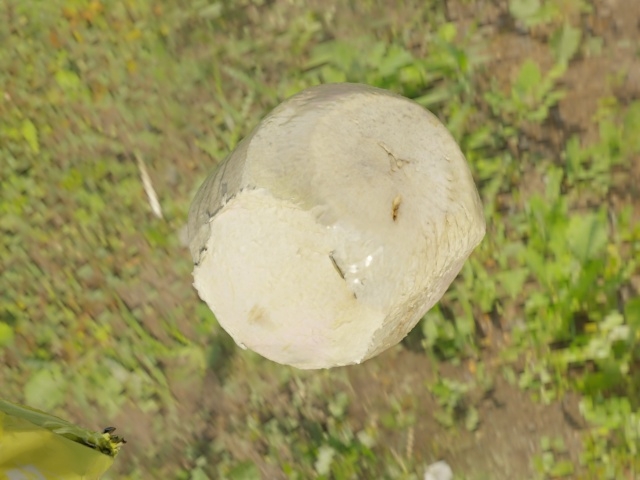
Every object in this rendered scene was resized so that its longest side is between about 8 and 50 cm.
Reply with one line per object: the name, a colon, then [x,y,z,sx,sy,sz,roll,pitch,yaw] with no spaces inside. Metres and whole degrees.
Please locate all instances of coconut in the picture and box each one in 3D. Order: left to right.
coconut: [0.000,0.000,0.701,0.110,0.124,0.110,14,55,-20]

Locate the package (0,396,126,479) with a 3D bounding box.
package: [-0.174,0.140,0.758,0.168,0.090,0.226,26,40,-19]
